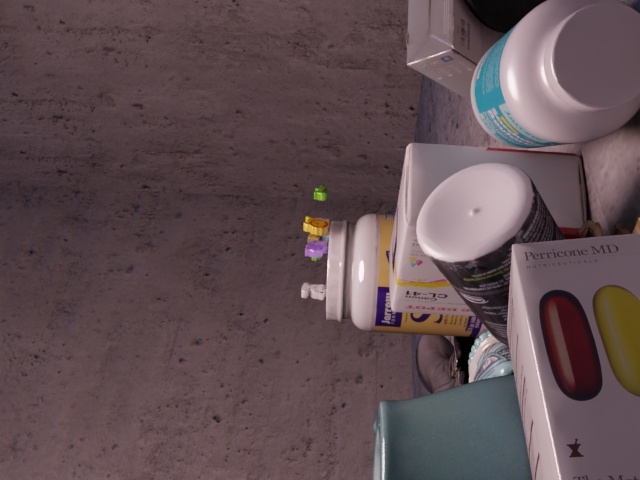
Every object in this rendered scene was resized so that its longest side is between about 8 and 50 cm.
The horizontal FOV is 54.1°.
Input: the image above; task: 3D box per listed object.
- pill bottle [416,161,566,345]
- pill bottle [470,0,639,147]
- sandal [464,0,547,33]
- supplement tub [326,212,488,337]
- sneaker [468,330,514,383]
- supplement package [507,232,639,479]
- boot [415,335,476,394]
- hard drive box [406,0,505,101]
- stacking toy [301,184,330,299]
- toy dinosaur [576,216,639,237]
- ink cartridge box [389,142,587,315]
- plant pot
[{"bbox_3d":[0.218,0.037,0.702,0.246,0.130,0.130,46,-146,-37],"label":"pill bottle"},{"bbox_3d":[0.254,-0.175,0.673,0.264,0.146,0.146,-57,-31,-82],"label":"pill bottle"},{"bbox_3d":[0.278,-0.500,0.829,0.107,0.167,0.446,-117,25,-59],"label":"sandal"},{"bbox_3d":[0.182,0.068,1.262,0.241,0.331,0.241,2,-90,-87],"label":"supplement tub"},{"bbox_3d":[0.271,0.288,0.995,0.122,0.110,0.283,-89,0,-72],"label":"sneaker"},{"bbox_3d":[0.221,0.129,0.452,0.134,0.139,0.244,74,-166,-48],"label":"supplement package"},{"bbox_3d":[0.301,0.272,1.379,0.338,0.118,0.223,-102,13,-54],"label":"boot"},{"bbox_3d":[0.247,-0.340,1.024,0.232,0.089,0.181,14,-104,-43],"label":"hard drive box"},{"bbox_3d":[0.000,0.000,1.306,0.221,0.052,0.167,-76,-10,-63],"label":"stacking toy"},{"bbox_3d":[0.300,0.019,0.618,0.093,0.053,0.183,-106,4,-47],"label":"toy dinosaur"},{"bbox_3d":[0.220,0.001,0.908,0.306,0.226,0.131,85,-171,-62],"label":"ink cartridge box"},{"bbox_3d":[0.178,0.252,0.607,0.271,0.255,0.272,3,-90,-86],"label":"plant pot"}]
